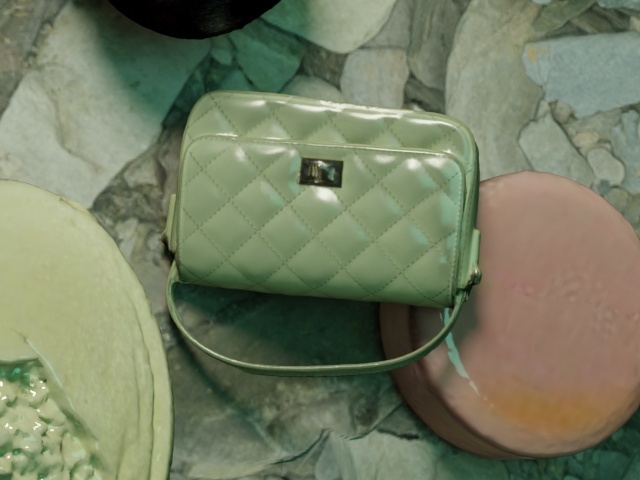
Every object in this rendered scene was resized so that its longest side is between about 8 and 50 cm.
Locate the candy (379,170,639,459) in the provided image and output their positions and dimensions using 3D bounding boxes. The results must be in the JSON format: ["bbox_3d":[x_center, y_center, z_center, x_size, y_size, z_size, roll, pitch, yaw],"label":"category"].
[{"bbox_3d":[0.165,0.059,1.554,0.255,0.094,0.255,4,81,-24],"label":"candy"}]

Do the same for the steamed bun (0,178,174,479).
[{"bbox_3d":[-0.228,0.125,1.285,0.272,0.290,0.273,36,61,-30],"label":"steamed bun"}]

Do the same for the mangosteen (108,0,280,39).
[{"bbox_3d":[-0.119,-0.275,1.433,0.250,0.211,0.211,35,68,15],"label":"mangosteen"}]

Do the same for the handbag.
[{"bbox_3d":[0.000,0.000,1.454,0.256,0.079,0.219,5,84,9],"label":"handbag"}]
